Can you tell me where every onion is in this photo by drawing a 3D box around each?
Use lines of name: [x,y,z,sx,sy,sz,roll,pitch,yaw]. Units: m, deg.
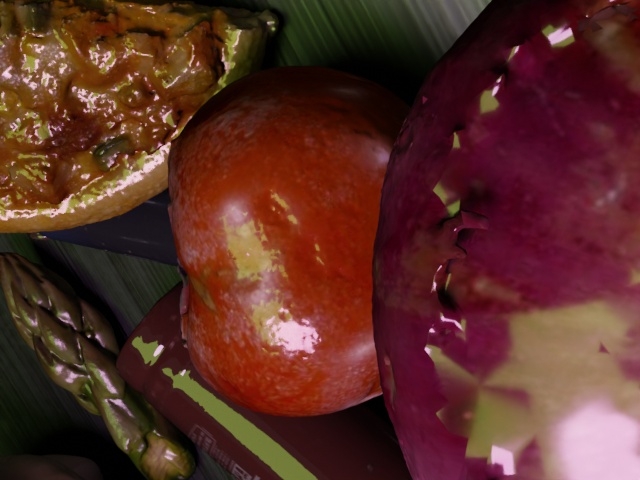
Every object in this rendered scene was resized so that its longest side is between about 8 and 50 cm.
onion: [0.205,0.011,0.460,0.358,0.345,0.358,6,116,12]

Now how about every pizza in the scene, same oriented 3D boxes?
pizza: [-0.168,-0.102,0.705,0.292,0.058,0.197,-27,125,12]

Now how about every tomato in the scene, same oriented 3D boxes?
tomato: [0.000,-0.004,0.640,0.188,0.232,0.232,-6,120,-8]

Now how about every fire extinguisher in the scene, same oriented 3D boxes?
fire extinguisher: [-0.002,0.172,0.813,0.337,0.135,0.114,39,90,11]

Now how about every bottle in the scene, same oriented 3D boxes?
bottle: [-0.171,-0.024,0.834,0.244,0.072,0.082,12,121,30]

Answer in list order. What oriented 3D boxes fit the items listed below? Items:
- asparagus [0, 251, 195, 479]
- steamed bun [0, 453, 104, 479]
asparagus: [-0.215,0.120,0.951,0.287,0.080,0.080,52,133,-1]
steamed bun: [-0.298,0.372,1.042,0.367,0.255,0.342,18,112,-9]
